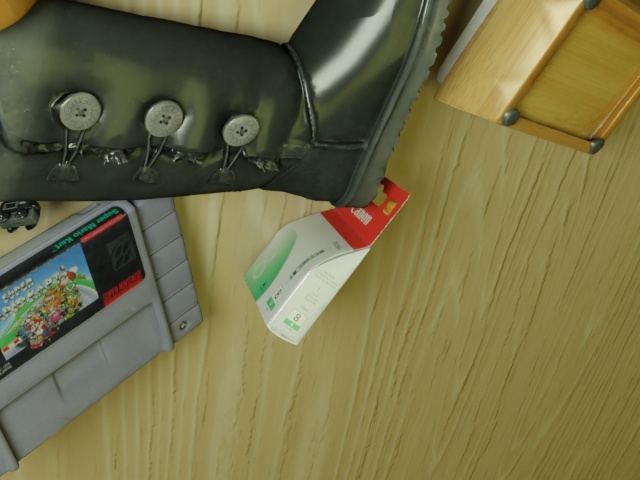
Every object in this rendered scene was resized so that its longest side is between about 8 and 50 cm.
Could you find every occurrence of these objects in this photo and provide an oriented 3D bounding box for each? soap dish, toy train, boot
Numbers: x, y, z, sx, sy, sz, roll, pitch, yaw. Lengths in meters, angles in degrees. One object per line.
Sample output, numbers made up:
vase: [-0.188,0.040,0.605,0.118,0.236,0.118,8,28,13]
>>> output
soap dish: [0.308,-0.229,1.078,0.291,0.118,0.229,8,125,-44]
toy train: [-0.359,-0.022,0.888,0.158,0.036,0.027,-7,142,17]
boot: [-0.112,-0.203,0.869,0.445,0.146,0.367,3,117,-24]

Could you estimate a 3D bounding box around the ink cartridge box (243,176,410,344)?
ink cartridge box: [0.000,0.000,1.068,0.056,0.181,0.224,33,96,-21]

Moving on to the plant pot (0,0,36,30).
plant pot: [-0.299,-0.267,0.658,0.205,0.205,0.188,-21,150,-15]

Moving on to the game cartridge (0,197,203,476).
game cartridge: [-0.290,0.101,0.955,0.355,0.068,0.230,-38,141,-33]
